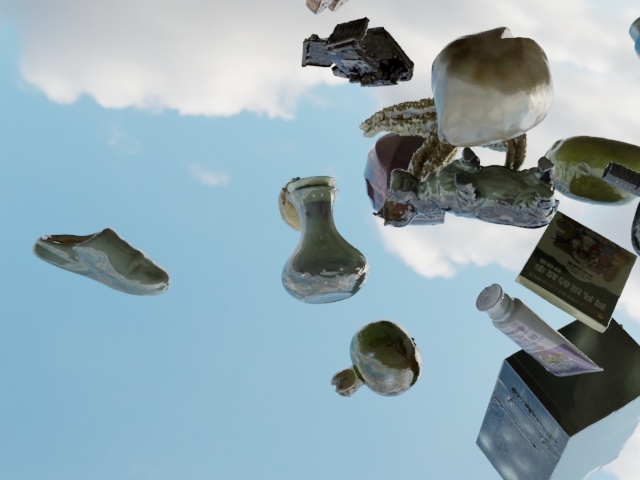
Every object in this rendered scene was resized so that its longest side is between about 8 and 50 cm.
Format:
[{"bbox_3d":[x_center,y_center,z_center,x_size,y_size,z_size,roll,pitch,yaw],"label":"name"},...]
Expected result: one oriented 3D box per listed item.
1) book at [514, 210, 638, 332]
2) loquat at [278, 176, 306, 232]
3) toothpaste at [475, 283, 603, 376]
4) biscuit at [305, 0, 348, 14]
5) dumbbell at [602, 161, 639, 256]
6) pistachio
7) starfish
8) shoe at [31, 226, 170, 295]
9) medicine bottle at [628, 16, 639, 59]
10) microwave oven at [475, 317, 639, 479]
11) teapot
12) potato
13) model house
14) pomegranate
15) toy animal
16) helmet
[{"bbox_3d":[0.543,0.058,1.760,0.202,0.027,0.264,33,-135,12],"label":"book"},{"bbox_3d":[-0.039,-0.100,2.468,0.149,0.204,0.172,-21,-154,25],"label":"loquat"},{"bbox_3d":[0.435,0.195,1.688,0.299,0.114,0.073,38,-126,-22],"label":"toothpaste"},{"bbox_3d":[0.096,-0.571,1.613,0.047,0.334,0.202,48,-149,2],"label":"biscuit"},{"bbox_3d":[0.460,-0.011,0.926,0.325,0.143,0.143,25,-147,-6],"label":"dumbbell"},{"bbox_3d":[0.257,-0.218,1.267,0.166,0.197,0.288,37,-171,22],"label":"pistachio"},{"bbox_3d":[0.235,-0.193,1.703,0.082,0.432,0.324,34,-128,-39],"label":"starfish"},{"bbox_3d":[-0.382,0.021,1.488,0.251,0.100,0.103,16,-162,-6],"label":"shoe"},{"bbox_3d":[0.688,-0.337,1.635,0.124,0.079,0.258,38,-153,-44],"label":"medicine bottle"},{"bbox_3d":[0.610,0.421,2.070,0.374,0.432,0.236,-25,-125,-19],"label":"microwave oven"},{"bbox_3d":[0.000,0.000,1.739,0.183,0.183,0.251,0,-109,-25],"label":"teapot"},{"bbox_3d":[0.611,-0.153,1.850,0.228,0.149,0.197,16,-174,4],"label":"potato"},{"bbox_3d":[0.056,-0.361,1.659,0.164,0.141,0.203,-24,-164,-38],"label":"model house"},{"bbox_3d":[0.124,0.267,1.898,0.210,0.179,0.179,-4,-145,-1],"label":"pomegranate"},{"bbox_3d":[0.255,-0.089,1.505,0.343,0.168,0.106,1,-119,26],"label":"toy animal"},{"bbox_3d":[0.211,-0.171,2.209,0.197,0.271,0.338,-5,-153,-13],"label":"helmet"}]
